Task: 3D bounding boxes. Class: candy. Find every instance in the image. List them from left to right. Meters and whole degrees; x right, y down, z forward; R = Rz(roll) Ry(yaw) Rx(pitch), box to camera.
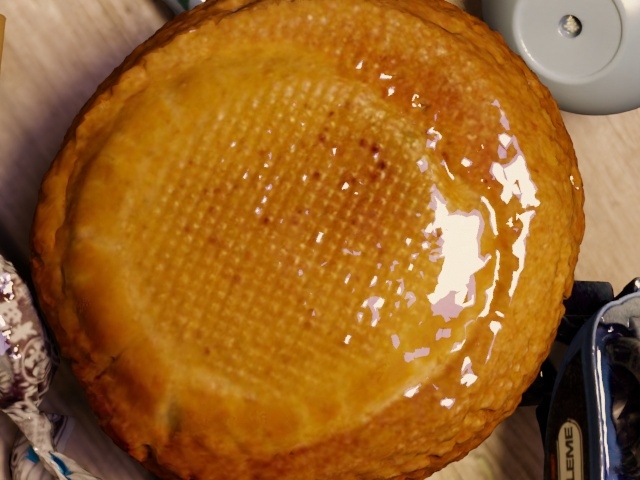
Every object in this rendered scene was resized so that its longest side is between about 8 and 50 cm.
[{"bbox_3d":[-0.163,0.057,0.849,0.051,0.094,0.226,-35,111,-30],"label":"candy"}]

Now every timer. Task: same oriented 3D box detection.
[{"bbox_3d":[0.224,-0.186,1.111,0.255,0.175,0.175,-33,101,-33],"label":"timer"}]

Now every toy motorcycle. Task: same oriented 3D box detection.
[{"bbox_3d":[0.189,0.196,1.012,0.125,0.213,0.358,3,77,-31],"label":"toy motorcycle"}]

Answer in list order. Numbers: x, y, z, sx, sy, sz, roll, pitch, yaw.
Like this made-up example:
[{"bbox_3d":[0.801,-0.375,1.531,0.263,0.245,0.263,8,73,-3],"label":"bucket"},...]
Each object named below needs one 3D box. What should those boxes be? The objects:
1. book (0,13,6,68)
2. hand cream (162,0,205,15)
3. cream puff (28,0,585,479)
[{"bbox_3d":[-0.275,-0.053,0.784,0.295,0.020,0.207,16,74,-54],"label":"book"},{"bbox_3d":[-0.044,-0.129,0.998,0.256,0.055,0.088,47,59,-11],"label":"hand cream"},{"bbox_3d":[0.000,0.000,0.888,0.303,0.212,0.303,-1,82,7],"label":"cream puff"}]
